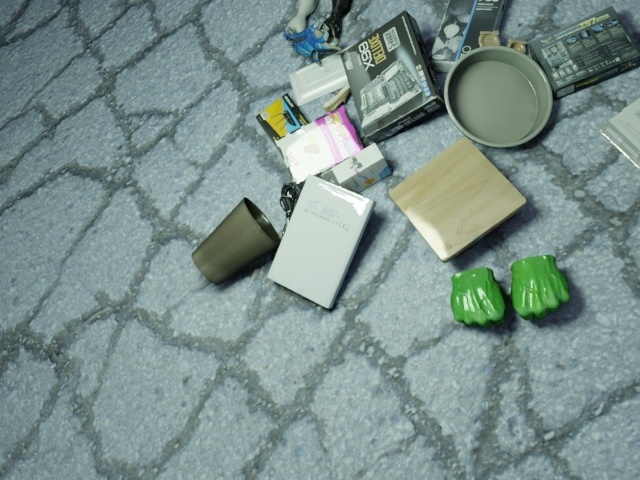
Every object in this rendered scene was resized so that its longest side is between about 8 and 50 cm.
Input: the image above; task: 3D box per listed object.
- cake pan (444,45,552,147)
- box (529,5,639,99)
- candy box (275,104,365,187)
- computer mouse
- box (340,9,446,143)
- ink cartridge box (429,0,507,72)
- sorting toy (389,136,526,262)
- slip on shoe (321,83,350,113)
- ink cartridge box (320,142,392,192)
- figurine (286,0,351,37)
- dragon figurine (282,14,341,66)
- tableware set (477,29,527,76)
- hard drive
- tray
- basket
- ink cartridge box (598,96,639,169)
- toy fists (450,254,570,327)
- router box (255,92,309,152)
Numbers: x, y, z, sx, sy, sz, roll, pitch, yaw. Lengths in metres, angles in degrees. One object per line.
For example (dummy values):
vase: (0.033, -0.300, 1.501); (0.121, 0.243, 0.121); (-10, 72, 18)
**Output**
cake pan: (0.477, -0.384, 1.554); (0.294, 0.054, 0.292); (0, 80, -2)
box: (0.718, -0.511, 1.561); (0.233, 0.059, 0.183); (-22, 64, 13)
candy box: (0.002, -0.278, 1.721); (0.234, 0.071, 0.159); (-25, 82, 10)
computer mouse: (0.019, -0.085, 1.655); (0.273, 0.072, 0.188); (-2, 90, 23)
box: (0.207, -0.478, 1.685); (0.243, 0.077, 0.307); (-25, 69, 30)
ink cartridge box: (0.454, -0.657, 1.721); (0.166, 0.065, 0.332); (12, 74, 26)
sorting toy: (0.363, -0.100, 1.523); (0.257, 0.089, 0.255); (-37, 61, 5)
slip on shoe: (0.066, -0.452, 1.806); (0.135, 0.051, 0.041); (-42, 101, -7)
ink cartridge box: (0.104, -0.191, 1.651); (0.181, 0.104, 0.061); (-30, 62, 9)
figurine: (-0.006, -0.781, 1.939); (0.215, 0.092, 0.209); (13, 79, 26)
dragon figurine: (-0.020, -0.619, 1.833); (0.144, 0.085, 0.289); (-46, 54, 21)
tableware set: (0.513, -0.520, 1.627); (0.141, 0.020, 0.168); (12, 78, -7)
hard drive: (0.000, 0.000, 1.594); (0.210, 0.040, 0.318); (25, 97, 22)
tray: (0.027, -0.550, 1.864); (0.271, 0.030, 0.145); (-21, 63, 12)
basket: (-0.256, 0.013, 1.690); (0.227, 0.154, 0.204); (-39, 47, 8)
ink cartridge box: (0.867, -0.218, 1.349); (0.272, 0.130, 0.309); (-34, 61, 8)
toy fists: (0.457, 0.136, 1.394); (0.280, 0.096, 0.142); (-13, 56, 18)
router box: (-0.111, -0.371, 1.838); (0.133, 0.046, 0.178); (-37, 62, 5)
